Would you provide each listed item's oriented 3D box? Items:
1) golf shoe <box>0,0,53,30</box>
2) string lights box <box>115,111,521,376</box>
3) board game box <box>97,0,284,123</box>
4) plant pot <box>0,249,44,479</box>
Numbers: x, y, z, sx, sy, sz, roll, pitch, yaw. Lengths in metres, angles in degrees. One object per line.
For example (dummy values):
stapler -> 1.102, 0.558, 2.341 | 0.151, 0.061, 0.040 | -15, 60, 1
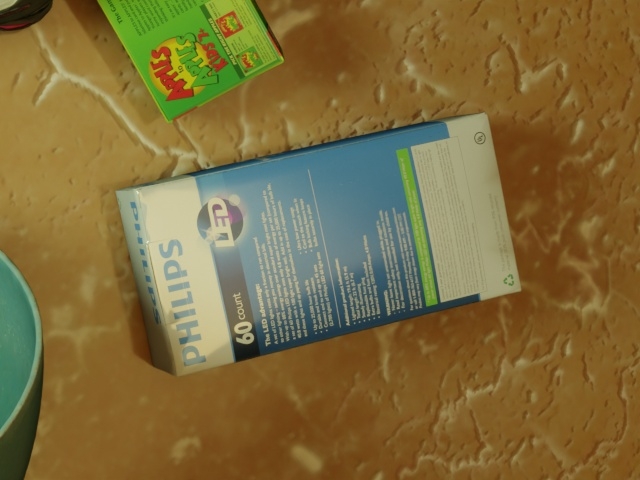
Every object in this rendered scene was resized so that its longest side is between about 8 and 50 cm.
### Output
golf shoe -> -0.298, -0.178, 1.117 | 0.273, 0.120, 0.105 | -8, 96, -16
string lights box -> 0.000, 0.000, 1.237 | 0.260, 0.077, 0.133 | -13, 96, -16
board game box -> -0.108, -0.181, 1.188 | 0.092, 0.043, 0.181 | -28, 108, 6
plant pot -> -0.307, 0.139, 1.071 | 0.290, 0.290, 0.195 | -14, 133, -16
